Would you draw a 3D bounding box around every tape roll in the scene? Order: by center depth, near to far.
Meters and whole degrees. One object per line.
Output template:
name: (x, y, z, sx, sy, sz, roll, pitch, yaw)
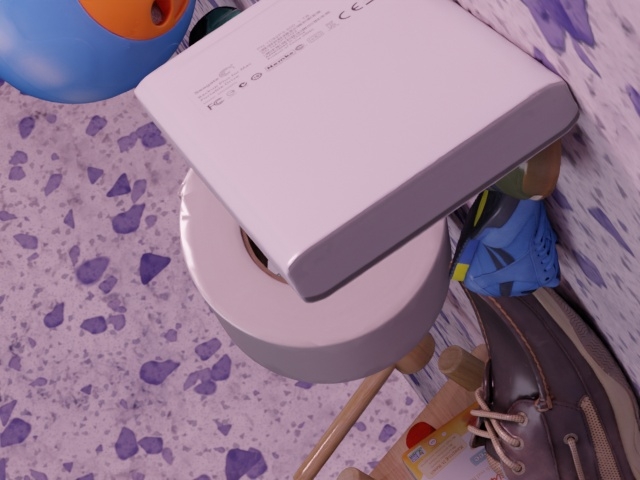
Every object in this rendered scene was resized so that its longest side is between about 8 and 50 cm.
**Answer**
tape roll: (0.000, 0.000, 1.848, 0.246, 0.246, 0.169, 53, 176, 17)

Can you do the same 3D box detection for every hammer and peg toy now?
hammer and peg toy: (0.136, 0.251, 2.207, 0.127, 0.266, 0.361, 35, -173, -35)

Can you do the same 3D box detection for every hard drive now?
hard drive: (0.011, -0.091, 1.294, 0.040, 0.203, 0.307, 59, 174, -33)

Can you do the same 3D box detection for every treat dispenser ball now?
treat dispenser ball: (-0.286, -0.302, 2.287, 0.288, 0.288, 0.288, 54, 176, 6)

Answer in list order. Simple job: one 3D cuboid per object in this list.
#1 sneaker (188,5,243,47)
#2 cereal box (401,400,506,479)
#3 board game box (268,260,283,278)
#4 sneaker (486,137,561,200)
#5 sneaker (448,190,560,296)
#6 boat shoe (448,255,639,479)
sneaker: (-0.078, -0.191, 2.292, 0.098, 0.083, 0.223, 52, 178, -40)
cereal box: (0.213, 0.251, 1.963, 0.240, 0.173, 0.047, 49, 172, 43)
board game box: (-0.025, -0.018, 2.367, 0.224, 0.097, 0.303, 62, -171, -61)
sneaker: (0.096, -0.059, 1.303, 0.192, 0.086, 0.064, -146, 55, -80)
sneaker: (0.151, -0.007, 1.470, 0.082, 0.069, 0.209, 19, 162, 2)
boat shoe: (0.198, 0.157, 1.670, 0.355, 0.130, 0.132, 56, 175, -22)
